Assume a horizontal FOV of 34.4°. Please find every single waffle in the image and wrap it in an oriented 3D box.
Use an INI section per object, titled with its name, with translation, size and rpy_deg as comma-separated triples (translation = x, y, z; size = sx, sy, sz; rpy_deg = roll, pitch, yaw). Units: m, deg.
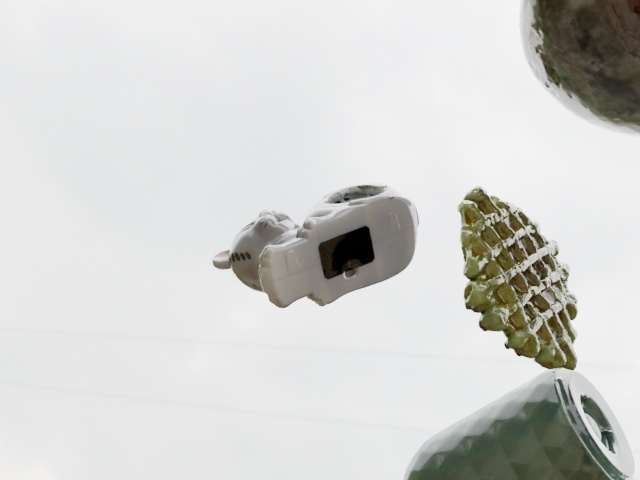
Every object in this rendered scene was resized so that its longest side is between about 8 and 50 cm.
[waffle]
translation = 0.197, 0.037, 1.014
size = 0.169, 0.183, 0.036
rpy_deg = 29, -44, -31

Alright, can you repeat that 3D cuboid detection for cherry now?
[cherry]
translation = 0.316, -0.217, 1.014
size = 0.255, 0.218, 0.296
rpy_deg = 32, -5, -1

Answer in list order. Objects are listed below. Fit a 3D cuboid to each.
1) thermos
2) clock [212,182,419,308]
[thermos]
translation = 0.183, 0.267, 1.087
size = 0.286, 0.145, 0.182
rpy_deg = -36, -84, 23
[clock]
translation = 0.000, -0.001, 0.928
size = 0.117, 0.176, 0.080
rpy_deg = 17, -57, 57
